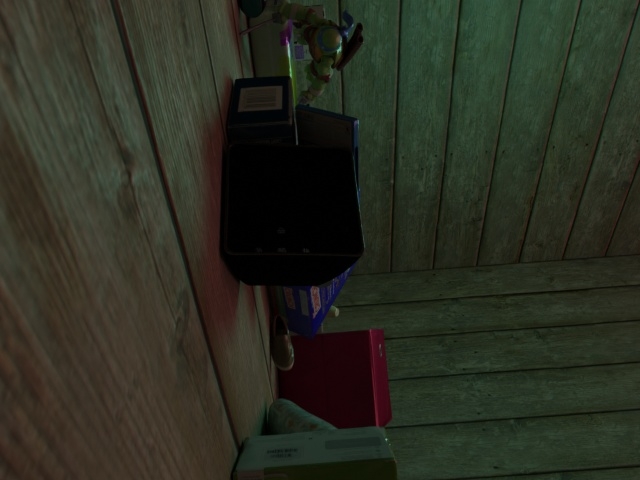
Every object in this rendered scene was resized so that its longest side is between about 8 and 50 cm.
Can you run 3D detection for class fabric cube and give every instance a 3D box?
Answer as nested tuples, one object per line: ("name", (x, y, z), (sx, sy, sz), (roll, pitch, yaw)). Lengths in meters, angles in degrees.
("fabric cube", (0.045, 0.377, 1.447), (0.254, 0.259, 0.258), (33, 51, -72))

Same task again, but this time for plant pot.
("plant pot", (-0.050, -0.022, 0.814), (0.167, 0.188, 0.187), (106, -18, -59))

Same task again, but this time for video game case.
("video game case", (0.012, -0.128, 0.864), (0.015, 0.119, 0.166), (-35, 135, -38))

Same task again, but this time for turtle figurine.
("turtle figurine", (-0.051, -0.415, 1.188), (0.198, 0.275, 0.266), (45, 11, -10))

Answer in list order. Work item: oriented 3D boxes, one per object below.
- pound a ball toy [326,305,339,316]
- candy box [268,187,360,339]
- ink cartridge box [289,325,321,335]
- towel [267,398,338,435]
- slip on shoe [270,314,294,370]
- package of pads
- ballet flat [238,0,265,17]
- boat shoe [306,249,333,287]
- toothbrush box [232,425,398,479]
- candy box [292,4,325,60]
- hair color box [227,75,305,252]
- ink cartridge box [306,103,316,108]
("pound a ball toy", (-0.043, 0.132, 1.947), (0.208, 0.136, 0.318), (-3, 91, -58))
("candy box", (-0.010, 0.042, 1.363), (0.317, 0.122, 0.268), (-57, 154, -42))
("ink cartridge box", (-0.061, 0.164, 1.661), (0.289, 0.122, 0.211), (86, -1, -69))
("towel", (0.014, 0.485, 0.932), (0.320, 0.090, 0.374), (-14, -88, 65))
("slip on shoe", (-0.089, 0.234, 1.232), (0.041, 0.052, 0.135), (94, -9, -46))
("package of pads", (-0.119, -0.470, 1.401), (0.229, 0.101, 0.296), (-92, 179, -54))
("ballet flat", (-0.138, -0.537, 1.042), (0.203, 0.074, 0.074), (99, -12, -61))
("boat shoe", (0.000, 0.000, 1.031), (0.083, 0.065, 0.183), (-94, -172, -49))
("toothbrush box", (0.003, 0.413, 0.713), (0.122, 0.206, 0.283), (-107, -166, -88))
("candy box", (-0.080, -0.602, 1.557), (0.070, 0.196, 0.164), (86, 0, -58))
("hair color box", (-0.087, -0.102, 0.982), (0.173, 0.105, 0.347), (-94, 180, -48))
("ink cartridge box", (-0.062, -0.234, 1.525), (0.271, 0.130, 0.309), (-53, -167, 14))
